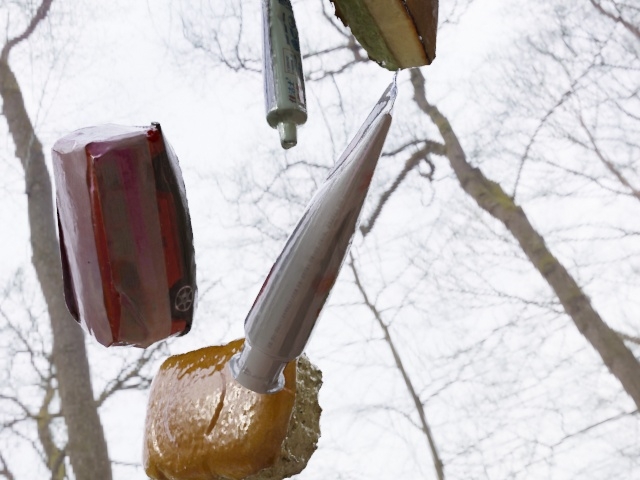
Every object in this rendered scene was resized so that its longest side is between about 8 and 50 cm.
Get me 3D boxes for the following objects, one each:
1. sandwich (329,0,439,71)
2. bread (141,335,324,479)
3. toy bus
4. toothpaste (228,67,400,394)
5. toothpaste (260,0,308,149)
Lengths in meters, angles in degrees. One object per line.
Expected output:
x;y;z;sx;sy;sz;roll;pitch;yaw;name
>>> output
0.093;-0.360;1.116;0.108;0.186;0.220;-4;-46;37;sandwich
-0.104;0.202;0.989;0.245;0.174;0.121;-17;-28;42;bread
-0.255;-0.003;1.111;0.147;0.127;0.303;-21;-66;-45;toy bus
0.000;0.000;0.766;0.066;0.100;0.323;24;-64;-3;toothpaste
-0.046;-0.224;0.983;0.047;0.269;0.069;-25;-32;36;toothpaste
